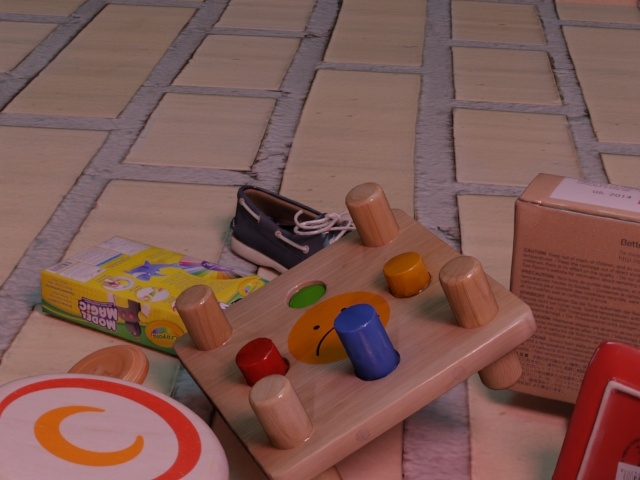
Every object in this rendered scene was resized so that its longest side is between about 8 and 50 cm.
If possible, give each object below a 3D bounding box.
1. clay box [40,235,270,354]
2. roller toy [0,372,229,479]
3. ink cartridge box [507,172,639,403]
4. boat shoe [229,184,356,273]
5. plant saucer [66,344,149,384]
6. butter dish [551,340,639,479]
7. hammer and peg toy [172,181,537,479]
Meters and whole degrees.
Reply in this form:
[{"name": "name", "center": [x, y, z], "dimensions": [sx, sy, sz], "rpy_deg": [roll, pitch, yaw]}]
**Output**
[{"name": "clay box", "center": [-0.161, 0.059, 1.464], "dimensions": [0.222, 0.053, 0.127], "rpy_deg": [16, 26, 28]}, {"name": "roller toy", "center": [-0.170, 0.197, 0.999], "dimensions": [0.191, 0.146, 0.209], "rpy_deg": [30, 27, 34]}, {"name": "ink cartridge box", "center": [0.288, 0.056, 1.270], "dimensions": [0.234, 0.193, 0.088], "rpy_deg": [11, 24, 20]}, {"name": "boat shoe", "center": [0.000, 0.000, 1.592], "dimensions": [0.095, 0.079, 0.254], "rpy_deg": [-17, 29, -40]}, {"name": "plant saucer", "center": [-0.183, 0.115, 1.188], "dimensions": [0.083, 0.013, 0.083], "rpy_deg": [-18, 32, 12]}, {"name": "butter dish", "center": [0.283, 0.176, 1.132], "dimensions": [0.160, 0.160, 0.118], "rpy_deg": [21, 7, 35]}, {"name": "hammer and peg toy", "center": [-0.021, 0.115, 1.215], "dimensions": [0.361, 0.127, 0.266], "rpy_deg": [-32, 31, -12]}]
